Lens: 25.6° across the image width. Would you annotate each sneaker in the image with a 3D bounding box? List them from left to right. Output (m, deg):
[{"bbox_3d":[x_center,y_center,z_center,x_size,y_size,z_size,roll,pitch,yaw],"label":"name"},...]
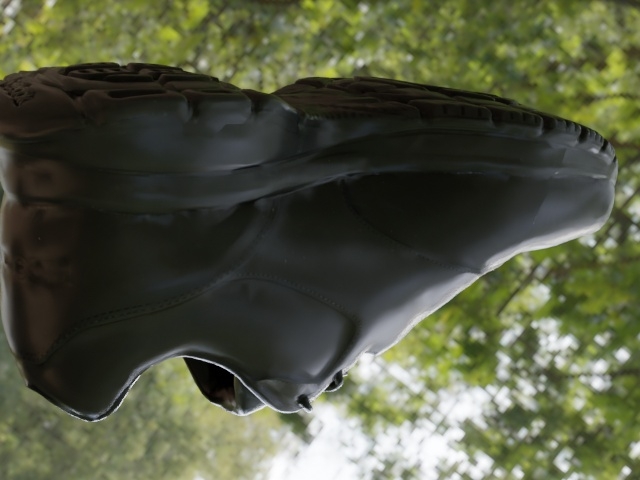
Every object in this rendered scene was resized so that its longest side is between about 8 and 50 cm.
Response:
[{"bbox_3d":[0.000,0.000,0.545,0.109,0.286,0.130,19,-73,53],"label":"sneaker"}]
